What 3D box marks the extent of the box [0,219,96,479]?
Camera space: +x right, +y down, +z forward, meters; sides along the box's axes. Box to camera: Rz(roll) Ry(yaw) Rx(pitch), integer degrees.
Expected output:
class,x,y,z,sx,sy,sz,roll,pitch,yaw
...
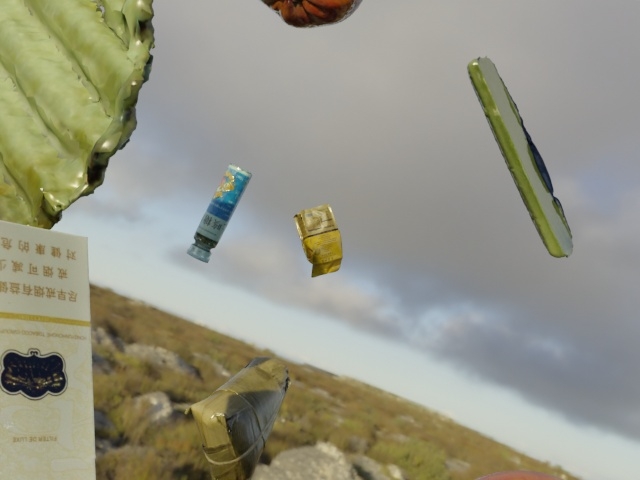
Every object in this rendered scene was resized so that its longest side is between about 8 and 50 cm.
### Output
class,x,y,z,sx,sy,sz,roll,pitch,yaw
box,-0.182,0.071,0.489,0.024,0.167,0.090,-19,-21,34

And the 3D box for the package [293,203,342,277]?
class,x,y,z,sx,sy,sz,roll,pitch,yaw
package,0.000,0.000,1.546,0.071,0.131,0.047,-11,-9,-28

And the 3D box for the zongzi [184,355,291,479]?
class,x,y,z,sx,sy,sz,roll,pitch,yaw
zongzi,-0.091,0.259,1.060,0.078,0.176,0.160,5,25,38

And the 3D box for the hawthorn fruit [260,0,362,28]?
class,x,y,z,sx,sy,sz,roll,pitch,yaw
hawthorn fruit,-0.011,-0.625,1.758,0.277,0.298,0.277,26,-30,16

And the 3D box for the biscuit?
class,x,y,z,sx,sy,sz,roll,pitch,yaw
biscuit,0.297,-0.122,1.183,0.038,0.322,0.099,-23,3,31

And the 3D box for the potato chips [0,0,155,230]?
class,x,y,z,sx,sy,sz,roll,pitch,yaw
potato chips,-0.294,-0.161,0.702,0.429,0.358,0.070,49,13,31

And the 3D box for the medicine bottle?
class,x,y,z,sx,sy,sz,roll,pitch,yaw
medicine bottle,-0.192,-0.052,1.513,0.051,0.191,0.051,26,1,-1

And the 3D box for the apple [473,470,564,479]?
class,x,y,z,sx,sy,sz,roll,pitch,yaw
apple,0.228,0.395,0.968,0.242,0.242,0.241,21,-36,0
